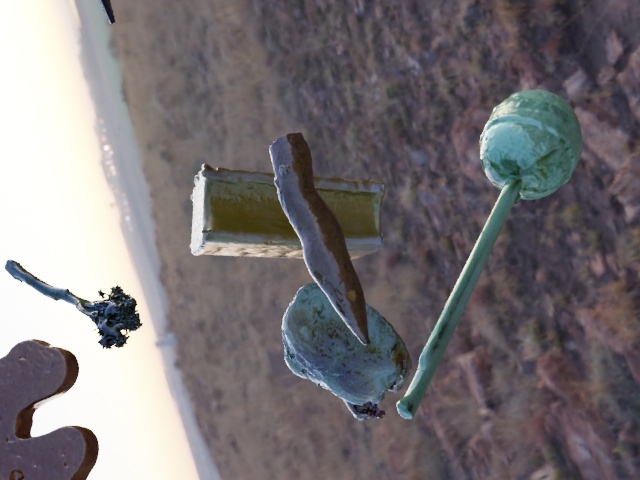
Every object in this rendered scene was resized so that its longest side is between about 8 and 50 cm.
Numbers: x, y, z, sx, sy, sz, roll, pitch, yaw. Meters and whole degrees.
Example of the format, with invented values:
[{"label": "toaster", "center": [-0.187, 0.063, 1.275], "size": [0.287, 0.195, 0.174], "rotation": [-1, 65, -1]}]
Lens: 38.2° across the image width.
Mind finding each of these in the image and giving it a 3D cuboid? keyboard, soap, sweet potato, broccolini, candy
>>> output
[{"label": "keyboard", "center": [-0.263, -0.324, 1.079], "size": [0.053, 0.010, 0.155], "rotation": [79, 174, -62]}, {"label": "soap", "center": [-0.075, -0.046, 1.719], "size": [0.293, 0.335, 0.156], "rotation": [155, 117, -73]}, {"label": "sweet potato", "center": [0.000, 0.000, 1.171], "size": [0.281, 0.059, 0.067], "rotation": [69, 155, 15]}, {"label": "broccolini", "center": [-0.331, 0.067, 1.198], "size": [0.254, 0.071, 0.058], "rotation": [21, 122, 29]}, {"label": "candy", "center": [0.177, 0.005, 0.985], "size": [0.119, 0.119, 0.440], "rotation": [90, -155, -55]}]

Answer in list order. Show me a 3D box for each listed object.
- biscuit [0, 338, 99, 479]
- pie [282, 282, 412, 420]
[{"label": "biscuit", "center": [-0.413, 0.252, 1.068], "size": [0.202, 0.333, 0.047], "rotation": [66, -175, 22]}, {"label": "pie", "center": [0.049, 0.208, 1.792], "size": [0.274, 0.105, 0.257], "rotation": [35, 132, 7]}]
